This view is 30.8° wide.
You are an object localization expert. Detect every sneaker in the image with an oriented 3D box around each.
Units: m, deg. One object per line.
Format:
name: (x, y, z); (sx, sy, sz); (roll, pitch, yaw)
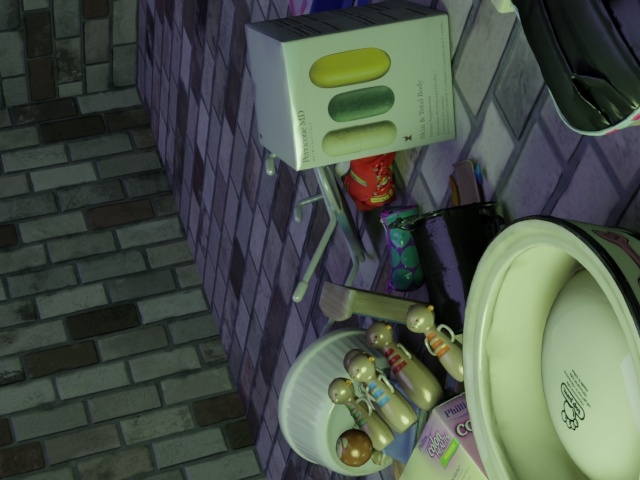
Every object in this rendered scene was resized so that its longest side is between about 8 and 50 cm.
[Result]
sneaker: (0.100, -0.121, 2.017); (0.279, 0.107, 0.118); (110, 137, -77)

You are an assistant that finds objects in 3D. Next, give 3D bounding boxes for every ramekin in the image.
ramekin: (0.067, 0.306, 2.130); (0.127, 0.272, 0.273); (29, 130, 53)

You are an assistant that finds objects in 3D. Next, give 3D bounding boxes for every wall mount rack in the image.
wall mount rack: (0.000, 0.000, 2.130); (0.350, 0.130, 0.304); (60, -168, -61)

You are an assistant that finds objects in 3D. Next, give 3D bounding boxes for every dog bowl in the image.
dog bowl: (0.320, 0.167, 1.325); (0.408, 0.150, 0.408); (174, 90, -69)

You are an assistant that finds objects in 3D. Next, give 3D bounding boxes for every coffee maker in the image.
coffee maker: (0.192, 0.046, 1.675); (0.120, 0.171, 0.178); (142, 115, -74)

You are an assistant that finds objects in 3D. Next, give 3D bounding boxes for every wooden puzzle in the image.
wooden puzzle: (0.224, -0.086, 1.758); (0.116, 0.014, 0.079); (-169, 63, -72)

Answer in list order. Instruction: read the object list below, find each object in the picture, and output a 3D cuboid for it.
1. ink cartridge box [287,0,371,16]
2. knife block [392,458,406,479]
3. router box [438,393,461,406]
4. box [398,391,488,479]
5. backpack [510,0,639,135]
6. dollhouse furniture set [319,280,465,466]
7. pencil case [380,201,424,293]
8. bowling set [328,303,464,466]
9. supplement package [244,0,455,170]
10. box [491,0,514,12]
ink cartridge box: (-0.003, -0.518, 2.100); (0.324, 0.071, 0.330); (111, 145, -60)
knife block: (0.213, 0.464, 2.040); (0.242, 0.088, 0.276); (-134, 36, -59)
router box: (0.256, 0.315, 1.846); (0.179, 0.046, 0.133); (166, 90, -68)
box: (0.249, 0.371, 1.692); (0.243, 0.117, 0.214); (51, 146, 28)
backpack: (0.294, -0.235, 1.121); (0.225, 0.191, 0.254); (140, 118, -68)
dollhouse furniture set: (0.102, 0.242, 1.884); (0.286, 0.198, 0.304); (-168, 90, -72)
pencil case: (0.140, 0.013, 1.997); (0.064, 0.070, 0.152); (-146, 46, -66)
bowling set: (0.076, 0.213, 1.684); (0.154, 0.200, 0.287); (50, 144, 11)
supplement package: (0.044, -0.245, 1.794); (0.198, 0.262, 0.199); (-139, 39, -63)
box: (0.247, -0.391, 1.279); (0.232, 0.126, 0.149); (101, 152, -51)
